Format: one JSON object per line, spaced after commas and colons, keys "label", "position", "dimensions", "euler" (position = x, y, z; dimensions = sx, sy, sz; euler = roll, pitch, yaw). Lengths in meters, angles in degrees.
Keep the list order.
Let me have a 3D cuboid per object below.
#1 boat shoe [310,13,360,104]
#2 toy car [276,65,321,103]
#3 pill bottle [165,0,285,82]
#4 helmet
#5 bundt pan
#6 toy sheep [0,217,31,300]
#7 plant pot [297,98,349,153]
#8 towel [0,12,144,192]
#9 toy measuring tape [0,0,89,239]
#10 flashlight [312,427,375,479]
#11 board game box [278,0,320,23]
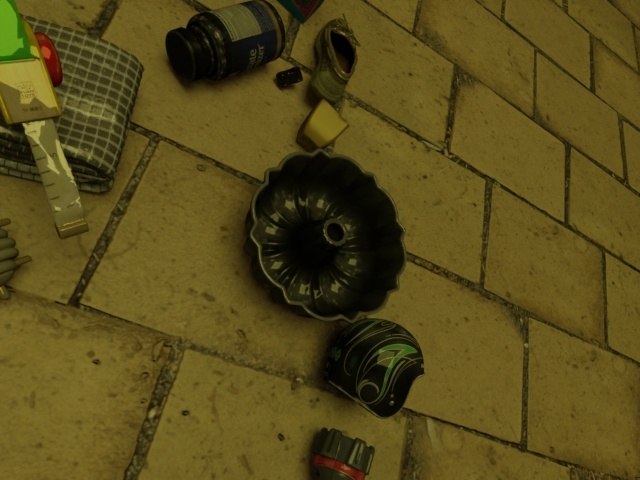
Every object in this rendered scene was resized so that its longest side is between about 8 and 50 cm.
{"label": "boat shoe", "position": [0.048, -0.430, 1.036], "dimensions": [0.104, 0.089, 0.285], "euler": [25, 52, -26]}
{"label": "toy car", "position": [-0.047, -0.337, 1.013], "dimensions": [0.122, 0.060, 0.041], "euler": [51, 11, -25]}
{"label": "pill bottle", "position": [-0.185, -0.391, 0.889], "dimensions": [0.219, 0.122, 0.123], "euler": [-36, 93, -33]}
{"label": "helmet", "position": [0.102, 0.222, 0.825], "dimensions": [0.169, 0.169, 0.162], "euler": [39, 75, -13]}
{"label": "bundt pan", "position": [0.000, 0.000, 0.863], "dimensions": [0.330, 0.124, 0.331], "euler": [9, 70, -26]}
{"label": "toy sheep", "position": [-0.460, 0.021, 0.618], "dimensions": [0.091, 0.091, 0.132], "euler": [-32, 96, -33]}
{"label": "plant pot", "position": [-0.004, -0.235, 0.969], "dimensions": [0.081, 0.081, 0.083], "euler": [42, 70, -12]}
{"label": "towel", "position": [-0.439, -0.221, 0.688], "dimensions": [0.283, 0.121, 0.235], "euler": [14, 67, -25]}
{"label": "toy measuring tape", "position": [-0.385, -0.166, 0.590], "dimensions": [0.121, 0.121, 0.330], "euler": [-22, 107, -33]}
{"label": "flashlight", "position": [-0.002, 0.468, 0.718], "dimensions": [0.103, 0.103, 0.304], "euler": [34, 60, -17]}
{"label": "board game box", "position": [-0.033, -0.659, 0.956], "dimensions": [0.224, 0.303, 0.098], "euler": [38, 61, -13]}
